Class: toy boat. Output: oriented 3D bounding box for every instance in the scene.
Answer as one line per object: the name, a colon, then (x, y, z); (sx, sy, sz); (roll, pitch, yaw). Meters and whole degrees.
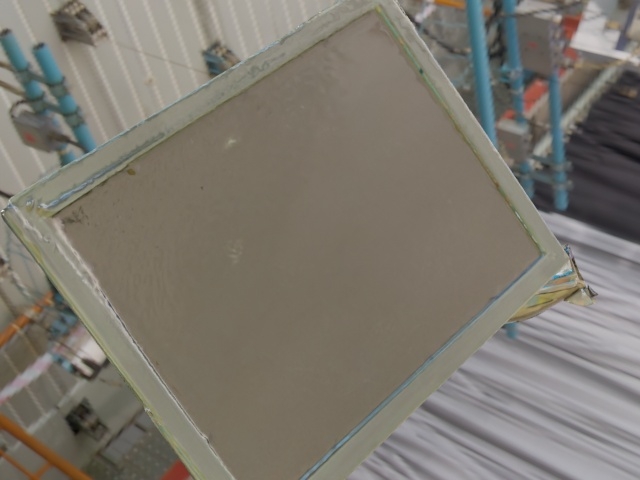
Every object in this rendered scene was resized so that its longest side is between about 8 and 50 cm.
toy boat: (0.130, 0.048, 0.884); (0.084, 0.210, 0.066); (8, -113, -72)

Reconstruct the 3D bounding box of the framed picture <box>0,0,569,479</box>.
framed picture: (0.000, 0.000, 0.513); (0.252, 0.014, 0.197); (-38, -84, -30)
